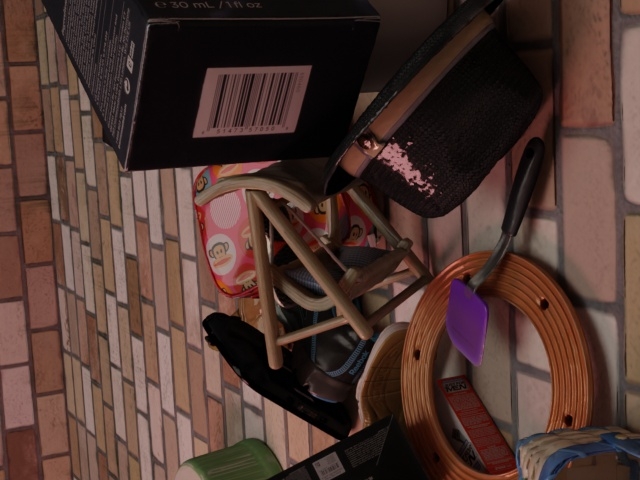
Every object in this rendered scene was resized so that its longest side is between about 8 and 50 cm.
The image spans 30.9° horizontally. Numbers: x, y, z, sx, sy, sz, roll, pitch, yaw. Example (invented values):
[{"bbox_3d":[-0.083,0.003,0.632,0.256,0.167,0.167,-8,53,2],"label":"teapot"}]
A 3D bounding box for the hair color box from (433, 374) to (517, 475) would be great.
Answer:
[{"bbox_3d":[0.195,0.274,1.548,0.167,0.053,0.093,62,146,39],"label":"hair color box"}]

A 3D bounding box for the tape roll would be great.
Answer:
[{"bbox_3d":[0.039,-0.322,1.588,0.246,0.169,0.246,21,114,60],"label":"tape roll"}]

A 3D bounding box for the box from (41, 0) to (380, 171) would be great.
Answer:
[{"bbox_3d":[-0.155,-0.292,1.465,0.395,0.293,0.212,57,143,40],"label":"box"}]

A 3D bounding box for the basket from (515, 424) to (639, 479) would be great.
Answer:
[{"bbox_3d":[0.308,0.319,1.170,0.289,0.201,0.255,-165,71,-72],"label":"basket"}]

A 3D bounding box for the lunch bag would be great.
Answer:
[{"bbox_3d":[-0.052,-0.030,1.783,0.293,0.120,0.258,-25,73,33],"label":"lunch bag"}]

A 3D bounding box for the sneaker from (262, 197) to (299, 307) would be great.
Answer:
[{"bbox_3d":[-0.062,0.020,1.694,0.075,0.057,0.161,151,104,-75],"label":"sneaker"}]

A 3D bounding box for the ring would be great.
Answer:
[{"bbox_3d":[0.216,0.180,1.443,0.336,0.032,0.336,-9,80,55],"label":"ring"}]

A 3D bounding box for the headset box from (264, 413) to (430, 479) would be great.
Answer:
[{"bbox_3d":[0.041,0.375,1.600,0.110,0.218,0.293,60,173,26],"label":"headset box"}]

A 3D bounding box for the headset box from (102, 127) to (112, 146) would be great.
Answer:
[{"bbox_3d":[-0.230,-0.217,2.015,0.246,0.283,0.131,30,123,58],"label":"headset box"}]

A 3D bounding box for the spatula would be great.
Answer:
[{"bbox_3d":[0.213,0.011,1.410,0.084,0.030,0.296,44,122,49],"label":"spatula"}]

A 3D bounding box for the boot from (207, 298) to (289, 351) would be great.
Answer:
[{"bbox_3d":[-0.137,0.069,2.125,0.236,0.089,0.269,1,98,50],"label":"boot"}]

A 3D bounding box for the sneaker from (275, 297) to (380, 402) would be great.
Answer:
[{"bbox_3d":[-0.001,0.103,1.863,0.139,0.125,0.341,-51,43,19],"label":"sneaker"}]

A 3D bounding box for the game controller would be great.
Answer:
[{"bbox_3d":[-0.063,0.218,1.823,0.067,0.319,0.166,-39,49,11],"label":"game controller"}]

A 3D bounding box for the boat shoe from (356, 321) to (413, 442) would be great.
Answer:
[{"bbox_3d":[0.094,0.210,1.679,0.096,0.098,0.277,-102,17,-50],"label":"boat shoe"}]

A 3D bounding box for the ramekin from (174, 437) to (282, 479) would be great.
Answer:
[{"bbox_3d":[-0.173,0.543,2.228,0.303,0.148,0.303,23,117,60],"label":"ramekin"}]

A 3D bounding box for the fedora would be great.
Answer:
[{"bbox_3d":[0.153,-0.140,1.383,0.152,0.334,0.334,43,145,2],"label":"fedora"}]

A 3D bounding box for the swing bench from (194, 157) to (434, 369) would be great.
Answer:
[{"bbox_3d":[0.000,0.000,1.543,0.165,0.253,0.254,-21,94,28],"label":"swing bench"}]
